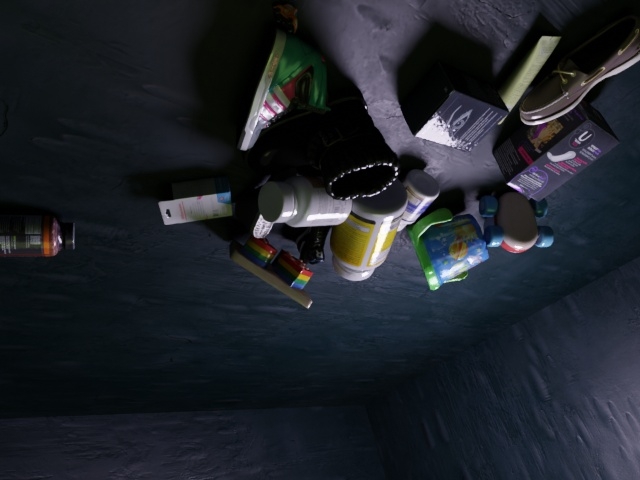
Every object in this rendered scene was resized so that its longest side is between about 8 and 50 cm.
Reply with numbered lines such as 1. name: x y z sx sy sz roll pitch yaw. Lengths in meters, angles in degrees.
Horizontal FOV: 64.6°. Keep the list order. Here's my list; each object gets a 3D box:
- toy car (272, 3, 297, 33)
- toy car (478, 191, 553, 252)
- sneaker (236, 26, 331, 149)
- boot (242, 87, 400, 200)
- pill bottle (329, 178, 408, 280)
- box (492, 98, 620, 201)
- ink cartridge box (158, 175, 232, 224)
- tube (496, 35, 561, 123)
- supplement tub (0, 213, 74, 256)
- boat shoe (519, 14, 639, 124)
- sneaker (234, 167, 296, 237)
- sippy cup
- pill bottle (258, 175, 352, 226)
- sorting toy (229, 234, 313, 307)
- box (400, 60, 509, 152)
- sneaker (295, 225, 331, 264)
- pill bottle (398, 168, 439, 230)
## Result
1. toy car: -0.068 -0.444 0.932 0.040 0.060 0.122 -47 157 -10
2. toy car: 0.648 -0.035 1.782 0.219 0.210 0.238 0 159 -7
3. sneaker: -0.070 -0.301 1.099 0.178 0.124 0.295 11 139 -22
4. boot: -0.012 -0.184 1.164 0.347 0.260 0.131 -26 147 15
5. pill bottle: 0.129 -0.033 1.509 0.187 0.188 0.334 -6 141 -16
6. box: 0.660 -0.265 1.441 0.165 0.143 0.270 19 135 -30
7. ink cartridge box: -0.329 -0.105 1.334 0.181 0.062 0.104 -9 148 -12
8. tube: 0.495 -0.401 1.258 0.062 0.070 0.240 24 135 -6
9. supplement tub: -0.722 -0.011 1.261 0.197 0.106 0.106 1 145 -25
10. boat shoe: 0.631 -0.415 1.243 0.324 0.117 0.096 -34 140 20
11. sneaker: -0.158 -0.128 1.371 0.083 0.118 0.222 16 107 -53
12. sippy cup: 0.437 0.021 1.720 0.224 0.240 0.305 -22 172 10
13. pill bottle: -0.040 -0.101 1.307 0.229 0.131 0.131 -5 149 -43
14. sorting toy: -0.135 0.066 1.485 0.257 0.255 0.089 35 90 -13
15. box: 0.329 -0.323 1.249 0.207 0.108 0.153 9 141 -34
16. sneaker: 0.000 0.000 1.593 0.079 0.121 0.217 3 144 -30
17. pill bottle: 0.265 -0.116 1.542 0.112 0.112 0.187 3 144 -28
